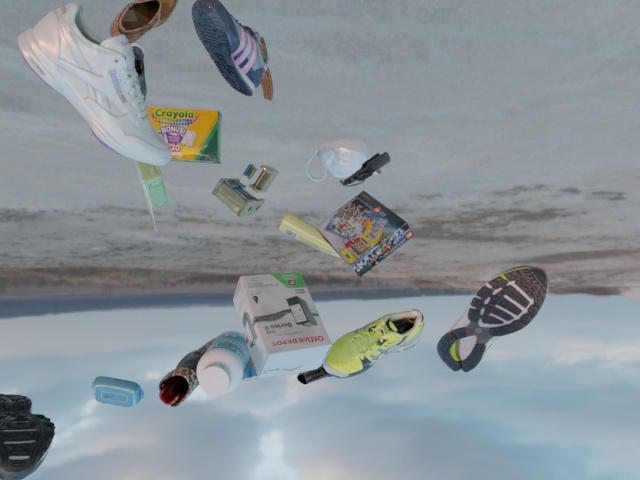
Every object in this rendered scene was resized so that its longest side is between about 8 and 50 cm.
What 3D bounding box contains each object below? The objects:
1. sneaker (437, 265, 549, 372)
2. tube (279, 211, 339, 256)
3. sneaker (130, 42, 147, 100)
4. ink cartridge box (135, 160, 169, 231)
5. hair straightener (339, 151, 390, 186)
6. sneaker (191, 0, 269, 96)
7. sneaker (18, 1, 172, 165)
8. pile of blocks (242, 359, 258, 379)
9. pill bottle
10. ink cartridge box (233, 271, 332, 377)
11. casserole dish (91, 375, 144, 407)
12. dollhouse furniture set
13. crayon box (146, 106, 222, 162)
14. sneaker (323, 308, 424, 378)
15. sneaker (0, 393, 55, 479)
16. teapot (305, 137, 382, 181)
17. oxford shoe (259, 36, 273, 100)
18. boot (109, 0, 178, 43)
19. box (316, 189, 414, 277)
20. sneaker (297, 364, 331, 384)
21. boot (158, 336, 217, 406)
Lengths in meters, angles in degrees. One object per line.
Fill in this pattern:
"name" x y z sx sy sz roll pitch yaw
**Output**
"sneaker" 0.352 0.146 1.002 0.121 0.111 0.300 -34 162 -46
"tube" 0.000 0.000 1.389 0.240 0.062 0.070 29 -144 4
"sneaker" -0.697 -0.610 1.832 0.078 0.106 0.234 3 128 -14
"ink cartridge box" -0.454 -0.156 1.308 0.056 0.171 0.235 -18 154 -18
"hair straightener" 0.153 -0.233 1.599 0.230 0.047 0.089 -32 -159 -33
"sneaker" -0.214 -0.505 1.215 0.112 0.131 0.319 28 168 15
"sneaker" -0.359 -0.262 0.853 0.152 0.305 0.114 -36 -151 9
"pile of blocks" -0.206 0.473 1.906 0.361 0.113 0.149 -9 157 -2
"pill bottle" -0.309 0.398 1.571 0.146 0.146 0.264 -2 -171 2
"ink cartridge box" -0.118 0.244 1.466 0.211 0.289 0.122 -3 135 -29
"casserole dish" -0.727 0.544 1.736 0.188 0.114 0.037 11 -153 -1
"dollhouse furniture set" -0.239 -0.191 1.624 0.129 0.184 0.129 39 -164 9
"crayon box" -0.465 -0.342 1.595 0.278 0.166 0.081 2 -177 -2
"sneaker" 0.174 0.321 1.612 0.384 0.145 0.147 -22 146 -24
"sneaker" -0.509 0.333 0.794 0.100 0.108 0.271 17 171 -38
"teapot" 0.102 -0.357 2.205 0.255 0.187 0.252 2 -171 42
"oxford shoe" -0.207 -0.569 1.642 0.075 0.212 0.076 -19 -142 -9
"boot" -0.338 -0.465 0.974 0.073 0.197 0.152 41 170 -28
"box" 0.099 -0.023 1.175 0.159 0.044 0.233 -37 -149 -2
"sneaker" 0.001 0.588 2.159 0.118 0.083 0.222 -20 173 -46
"boot" -0.561 0.571 2.014 0.377 0.138 0.284 -37 -179 27
